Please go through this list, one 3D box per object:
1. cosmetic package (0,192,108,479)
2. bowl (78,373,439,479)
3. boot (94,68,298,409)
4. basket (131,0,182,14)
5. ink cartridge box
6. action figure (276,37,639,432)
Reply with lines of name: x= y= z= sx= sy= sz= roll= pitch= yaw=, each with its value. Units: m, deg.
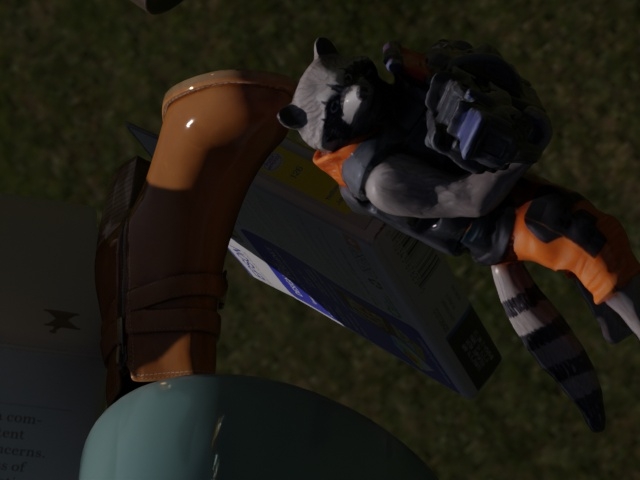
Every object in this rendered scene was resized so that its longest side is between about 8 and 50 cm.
cosmetic package: x=-0.393 y=0.181 z=1.673 sx=0.327 sy=0.329 sz=0.393 roll=-110 pitch=32 yaw=-63
bowl: x=-0.060 y=0.263 z=1.302 sx=0.311 sy=0.163 sz=0.311 roll=11 pitch=131 yaw=13
boot: x=-0.104 y=0.005 z=1.420 sx=0.109 sy=0.220 sz=0.283 roll=18 pitch=147 yaw=-32
basket: x=-0.189 y=-0.309 z=1.511 sx=0.227 sy=0.154 sz=0.204 roll=40 pitch=153 yaw=8
ink cartridge box: x=0.000 y=0.000 z=1.675 sx=0.307 sy=0.072 sz=0.303 roll=30 pitch=166 yaw=35
action figure: x=0.113 y=-0.019 z=1.228 sx=0.330 sy=0.341 sz=0.178 roll=36 pitch=103 yaw=0
